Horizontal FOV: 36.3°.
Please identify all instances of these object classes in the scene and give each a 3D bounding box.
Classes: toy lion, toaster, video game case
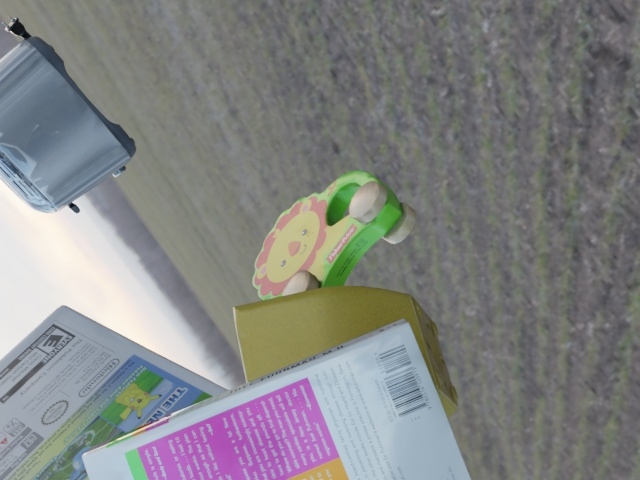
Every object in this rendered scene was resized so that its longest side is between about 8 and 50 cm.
[{"bbox_3d":[0.000,0.000,0.572,0.034,0.100,0.096,33,-171,-30],"label":"toy lion"},{"bbox_3d":[-0.345,-0.139,1.178,0.227,0.146,0.129,51,166,-21],"label":"toaster"},{"bbox_3d":[-0.232,0.209,0.752,0.300,0.329,0.036,18,144,41],"label":"video game case"}]

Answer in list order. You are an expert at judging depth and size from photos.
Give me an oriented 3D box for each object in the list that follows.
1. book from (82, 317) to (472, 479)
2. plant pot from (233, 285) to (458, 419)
[{"bbox_3d":[-0.013,0.104,0.404,0.035,0.144,0.096,-176,65,-89],"label":"book"},{"bbox_3d":[0.018,0.066,0.467,0.081,0.083,0.081,47,-153,-61],"label":"plant pot"}]
